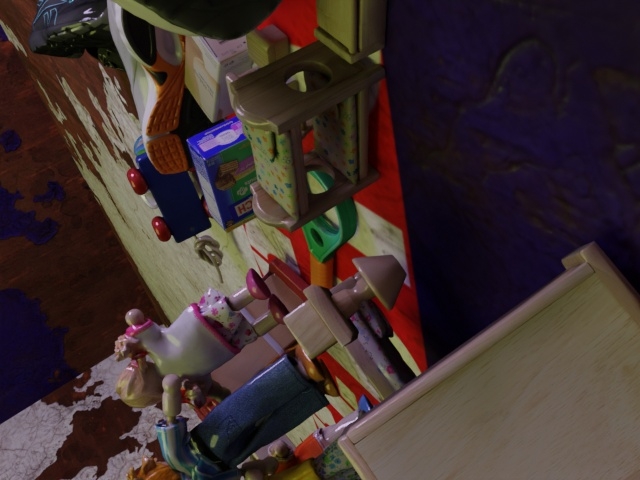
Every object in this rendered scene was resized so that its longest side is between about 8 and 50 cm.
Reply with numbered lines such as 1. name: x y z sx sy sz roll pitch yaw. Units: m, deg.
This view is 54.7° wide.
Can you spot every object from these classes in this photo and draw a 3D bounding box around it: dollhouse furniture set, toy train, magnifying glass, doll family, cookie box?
1. dollhouse furniture set: -0.043 -0.128 0.458 0.161 0.101 0.182 45 156 31
2. dollhouse furniture set: -0.008 0.227 0.778 0.374 0.201 0.152 43 156 20
3. dollhouse furniture set: 0.142 0.130 0.479 0.303 0.173 0.355 55 -177 11
4. toy train: -0.229 -0.054 1.013 0.143 0.105 0.248 46 160 56
5. magnifying glass: 0.000 0.000 0.657 0.092 0.026 0.231 46 158 28
6. doll family: -0.049 0.157 0.458 0.263 0.163 0.118 52 -177 -29
7. cookie box: -0.076 -0.072 0.632 0.040 0.091 0.107 48 158 34

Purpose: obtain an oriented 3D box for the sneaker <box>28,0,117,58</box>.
1. sneaker: -0.358 -0.330 0.896 0.267 0.101 0.106 10 99 45

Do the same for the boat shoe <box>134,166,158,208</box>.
1. boat shoe: -0.383 -0.115 1.362 0.035 0.035 0.100 12 124 66

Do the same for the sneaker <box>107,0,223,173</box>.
1. sneaker: -0.184 -0.199 0.717 0.121 0.099 0.262 52 153 36

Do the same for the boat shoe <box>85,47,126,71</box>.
1. boat shoe: -0.329 -0.290 0.971 0.142 0.040 0.049 38 152 43

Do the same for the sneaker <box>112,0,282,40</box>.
1. sneaker: -0.197 -0.259 0.413 0.410 0.158 0.182 38 174 -6

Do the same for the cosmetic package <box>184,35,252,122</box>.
1. cosmetic package: -0.104 -0.174 0.618 0.060 0.041 0.115 54 159 8
